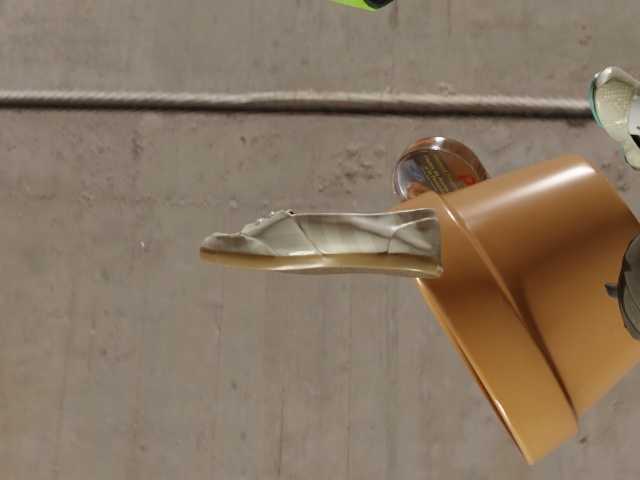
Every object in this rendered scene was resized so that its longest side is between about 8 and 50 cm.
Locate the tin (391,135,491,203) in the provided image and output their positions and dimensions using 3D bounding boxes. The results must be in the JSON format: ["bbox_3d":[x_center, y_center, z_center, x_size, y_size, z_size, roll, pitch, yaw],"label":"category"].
[{"bbox_3d":[0.159,-0.040,1.296,0.190,0.106,0.040,54,-136,-25],"label":"tin"}]

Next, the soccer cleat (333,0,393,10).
[{"bbox_3d":[0.009,-0.177,0.440,0.060,0.179,0.072,-31,-135,-28],"label":"soccer cleat"}]

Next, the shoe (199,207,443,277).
[{"bbox_3d":[0.000,0.000,0.973,0.219,0.076,0.058,2,-94,16],"label":"shoe"}]

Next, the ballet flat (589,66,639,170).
[{"bbox_3d":[0.287,-0.107,0.995,0.052,0.168,0.057,13,-100,32],"label":"ballet flat"}]

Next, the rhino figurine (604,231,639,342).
[{"bbox_3d":[0.221,0.041,0.681,0.073,0.243,0.106,-30,-101,5],"label":"rhino figurine"}]

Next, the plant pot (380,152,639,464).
[{"bbox_3d":[0.217,0.047,1.117,0.203,0.291,0.291,-32,-108,3],"label":"plant pot"}]
